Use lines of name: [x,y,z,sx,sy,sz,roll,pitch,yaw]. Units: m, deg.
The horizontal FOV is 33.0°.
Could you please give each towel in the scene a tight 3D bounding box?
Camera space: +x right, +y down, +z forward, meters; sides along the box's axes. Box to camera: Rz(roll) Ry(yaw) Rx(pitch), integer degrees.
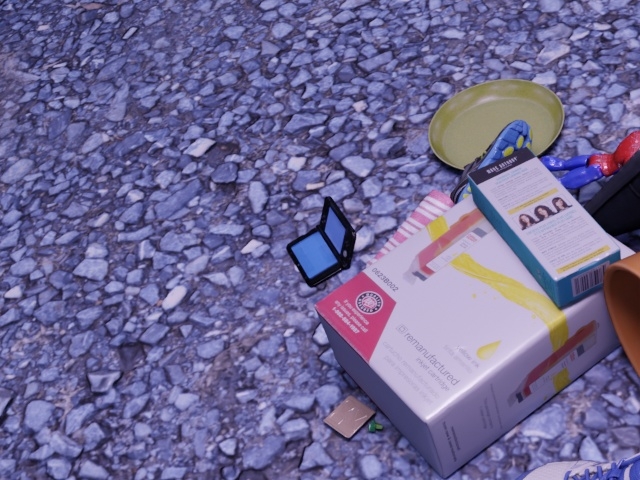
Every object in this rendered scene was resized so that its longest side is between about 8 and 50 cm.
towel: [0.183,0.002,1.783,0.144,0.029,0.197,23,60,38]

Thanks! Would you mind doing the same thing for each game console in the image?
game console: [0.000,0.000,1.833,0.071,0.107,0.122,-6,38,-24]

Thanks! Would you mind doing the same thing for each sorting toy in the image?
sorting toy: [0.052,0.266,1.590,0.062,0.012,0.083,-38,42,-22]

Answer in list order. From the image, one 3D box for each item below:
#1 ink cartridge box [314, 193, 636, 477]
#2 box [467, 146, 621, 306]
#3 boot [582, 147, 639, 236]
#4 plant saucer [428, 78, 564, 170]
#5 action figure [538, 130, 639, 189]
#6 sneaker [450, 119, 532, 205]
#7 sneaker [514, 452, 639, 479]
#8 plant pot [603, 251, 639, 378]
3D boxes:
ink cartridge box: [0.231,0.104,1.561,0.385,0.160,0.279,-35,47,-13]
box: [0.306,-0.024,1.496,0.100,0.060,0.244,-25,45,-6]
boot: [0.496,-0.011,1.599,0.207,0.246,0.094,46,51,10]
plant saucer: [0.312,-0.195,1.915,0.241,0.037,0.241,-11,44,11]
action figure: [0.452,-0.093,1.734,0.280,0.139,0.091,-16,41,41]
sneaker: [0.279,-0.129,1.788,0.188,0.067,0.078,-51,28,-7]
sneaker: [0.374,0.303,1.337,0.296,0.131,0.112,-3,49,22]
plant pot: [0.518,0.111,1.344,0.203,0.291,0.291,-28,44,-4]
